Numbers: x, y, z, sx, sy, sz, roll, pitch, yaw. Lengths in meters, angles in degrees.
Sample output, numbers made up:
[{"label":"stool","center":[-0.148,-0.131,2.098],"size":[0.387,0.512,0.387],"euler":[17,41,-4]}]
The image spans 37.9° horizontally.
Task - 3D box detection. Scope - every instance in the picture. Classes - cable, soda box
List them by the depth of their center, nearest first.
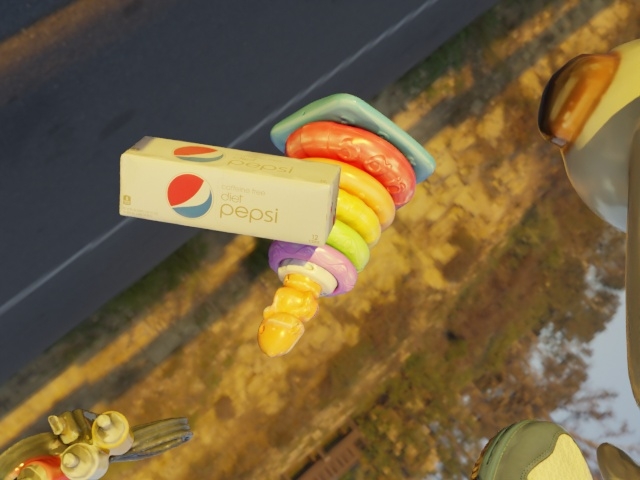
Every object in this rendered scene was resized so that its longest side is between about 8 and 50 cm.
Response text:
[{"label":"cable","center":[-0.213,0.220,0.924],"size":[0.139,0.072,0.287],"euler":[-34,159,1]},{"label":"soda box","center":[-0.092,-0.052,0.956],"size":[0.074,0.216,0.069],"euler":[-64,161,-67]}]

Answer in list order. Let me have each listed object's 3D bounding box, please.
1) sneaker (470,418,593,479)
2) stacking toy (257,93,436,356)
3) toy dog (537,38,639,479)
[{"label":"sneaker","center":[0.157,0.222,0.523],"size":[0.131,0.112,0.296],"euler":[-41,-151,39]},{"label":"stacking toy","center":[0.000,0.000,1.062],"size":[0.175,0.166,0.301],"euler":[-17,-135,51]},{"label":"toy dog","center":[0.338,-0.018,0.718],"size":[0.408,0.285,0.395],"euler":[-102,-150,-47]}]
